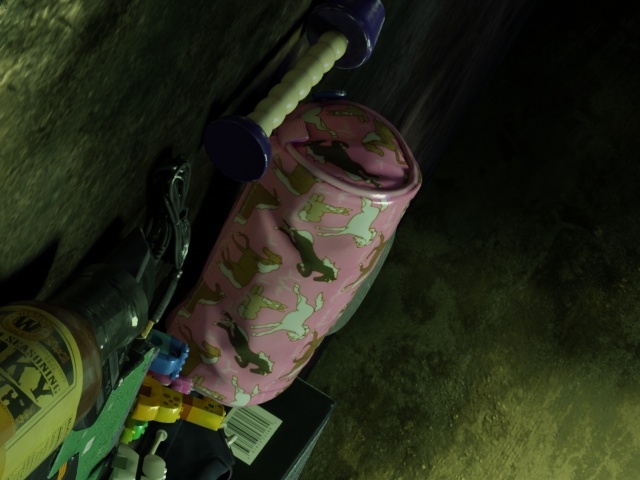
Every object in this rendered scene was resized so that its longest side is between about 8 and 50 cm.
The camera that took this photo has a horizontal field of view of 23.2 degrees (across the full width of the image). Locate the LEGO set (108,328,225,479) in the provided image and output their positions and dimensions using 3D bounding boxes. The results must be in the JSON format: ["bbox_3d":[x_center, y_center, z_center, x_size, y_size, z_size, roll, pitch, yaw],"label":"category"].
[{"bbox_3d":[-0.151,0.174,1.616,0.227,0.093,0.087,-89,-158,-59],"label":"LEGO set"}]

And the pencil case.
[{"bbox_3d":[-0.041,0.021,1.680,0.160,0.167,0.386,-24,153,-43],"label":"pencil case"}]

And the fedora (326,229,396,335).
[{"bbox_3d":[0.000,0.000,2.120,0.244,0.124,0.275,-61,165,-4],"label":"fedora"}]

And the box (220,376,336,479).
[{"bbox_3d":[-0.153,0.375,2.364,0.296,0.182,0.294,-50,167,-44],"label":"box"}]

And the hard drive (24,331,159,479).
[{"bbox_3d":[-0.275,0.227,1.409,0.237,0.064,0.339,-63,171,27],"label":"hard drive"}]

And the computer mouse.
[{"bbox_3d":[-0.184,0.060,1.389,0.184,0.060,0.262,97,13,-63],"label":"computer mouse"}]

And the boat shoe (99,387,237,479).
[{"bbox_3d":[-0.155,0.214,1.795,0.340,0.158,0.127,-49,167,-55],"label":"boat shoe"}]

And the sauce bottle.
[{"bbox_3d":[-0.227,0.109,1.092,0.111,0.111,0.344,-63,174,28],"label":"sauce bottle"}]

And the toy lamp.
[{"bbox_3d":[-0.017,-0.165,1.542,0.275,0.080,0.080,-50,169,-42],"label":"toy lamp"}]
